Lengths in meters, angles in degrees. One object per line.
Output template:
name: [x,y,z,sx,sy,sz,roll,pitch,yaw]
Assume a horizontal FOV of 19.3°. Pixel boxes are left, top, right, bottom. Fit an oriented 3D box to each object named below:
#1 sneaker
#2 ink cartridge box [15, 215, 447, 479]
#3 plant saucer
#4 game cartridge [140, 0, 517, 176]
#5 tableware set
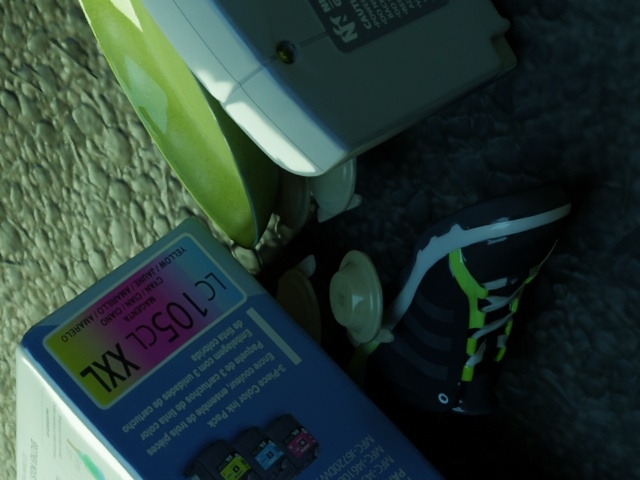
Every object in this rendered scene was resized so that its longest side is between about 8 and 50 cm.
sneaker: [0.091,0.050,1.105,0.097,0.084,0.235,63,148,17]
ink cartridge box: [-0.013,0.213,1.176,0.395,0.151,0.270,48,157,14]
plant saucer: [-0.088,-0.107,1.152,0.241,0.037,0.241,55,168,18]
game cartridge: [-0.030,-0.185,1.018,0.060,0.196,0.294,-33,87,44]
tableware set: [0.000,0.000,1.146,0.141,0.020,0.169,-12,85,65]
